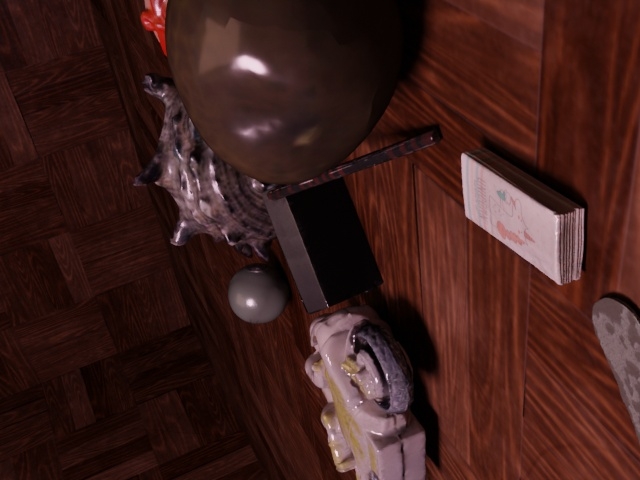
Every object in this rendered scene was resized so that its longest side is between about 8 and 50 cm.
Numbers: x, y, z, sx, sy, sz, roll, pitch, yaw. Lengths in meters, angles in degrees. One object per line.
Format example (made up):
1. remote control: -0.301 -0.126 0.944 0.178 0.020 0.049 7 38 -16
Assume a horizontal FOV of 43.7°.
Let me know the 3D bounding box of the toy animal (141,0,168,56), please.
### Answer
1. toy animal: -0.096 -0.233 0.807 0.197 0.171 0.171 48 155 36

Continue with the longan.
1. longan: -0.026 -0.149 0.610 0.198 0.198 0.212 53 162 46

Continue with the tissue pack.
1. tissue pack: 0.132 -0.019 0.532 0.108 0.023 0.056 -131 25 -52

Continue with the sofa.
1. sofa: 0.000 0.000 0.885 0.060 0.085 0.147 -22 90 57

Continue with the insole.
1. insole: 0.211 0.124 0.487 0.065 0.006 0.193 153 97 -75

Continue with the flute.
1. flute: 0.019 -0.064 0.733 0.269 0.014 0.014 -13 98 57

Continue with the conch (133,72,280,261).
1. conch: -0.127 -0.105 1.054 0.313 0.186 0.240 57 -161 -26

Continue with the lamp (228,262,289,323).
1. lamp: -0.105 0.089 1.347 0.105 0.105 0.105 159 90 -75

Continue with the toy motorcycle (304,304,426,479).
1. toy motorcycle: 0.048 0.190 0.945 0.223 0.108 0.340 -127 24 -46
